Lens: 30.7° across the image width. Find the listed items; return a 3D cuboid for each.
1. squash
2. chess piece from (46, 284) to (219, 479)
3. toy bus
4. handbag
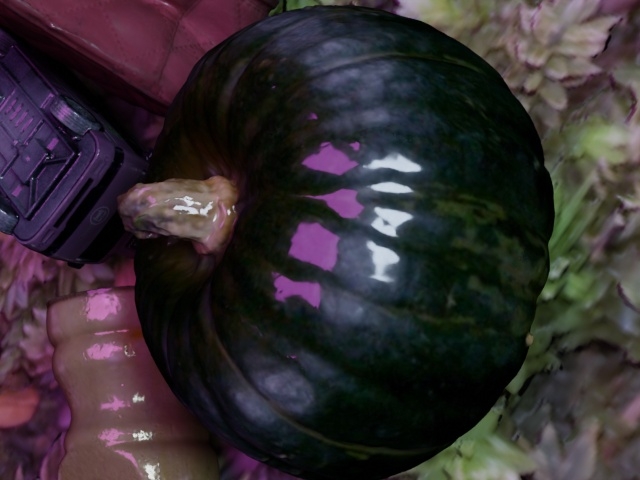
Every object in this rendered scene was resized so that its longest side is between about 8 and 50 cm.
[{"bbox_3d":[0.005,0.000,0.525,0.218,0.172,0.218,-13,65,29],"label":"squash"},{"bbox_3d":[-0.095,0.129,0.611,0.090,0.090,0.200,-13,74,29],"label":"chess piece"},{"bbox_3d":[-0.168,-0.062,0.709,0.087,0.098,0.178,-51,52,7],"label":"toy bus"},{"bbox_3d":[-0.133,-0.170,0.644,0.135,0.225,0.146,-57,27,2],"label":"handbag"}]
